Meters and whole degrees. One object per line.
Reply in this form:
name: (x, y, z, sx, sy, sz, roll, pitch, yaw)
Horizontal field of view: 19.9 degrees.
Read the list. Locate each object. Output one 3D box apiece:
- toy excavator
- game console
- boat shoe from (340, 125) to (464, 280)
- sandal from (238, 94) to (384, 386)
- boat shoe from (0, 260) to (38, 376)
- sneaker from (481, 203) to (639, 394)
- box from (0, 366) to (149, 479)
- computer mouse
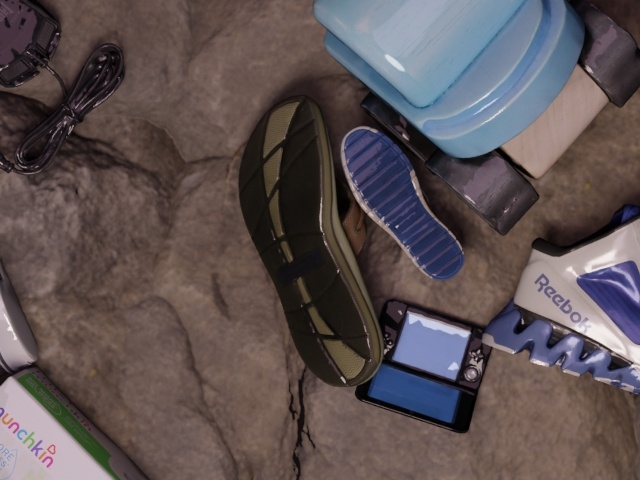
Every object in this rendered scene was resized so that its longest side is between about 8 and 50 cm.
toy excavator: (0.048, -0.272, 1.749, 0.222, 0.433, 0.445, -47, 128, 2)
game console: (0.109, 0.128, 1.871, 0.122, 0.071, 0.107, 18, 91, 3)
boat shoe: (0.076, -0.038, 1.863, 0.066, 0.066, 0.183, -33, 101, -2)
sandal: (-0.001, 0.002, 1.870, 0.120, 0.086, 0.303, -18, 85, 38)
boat shoe: (-0.397, 0.007, 1.887, 0.102, 0.108, 0.301, -23, 96, 2)
sneaker: (0.336, 0.065, 1.830, 0.315, 0.127, 0.182, 16, 93, 5)
box: (-0.290, 0.303, 1.868, 0.231, 0.127, 0.262, -45, 87, 4)
computer mouse: (-0.353, -0.189, 1.905, 0.262, 0.060, 0.184, 35, 88, -9)
